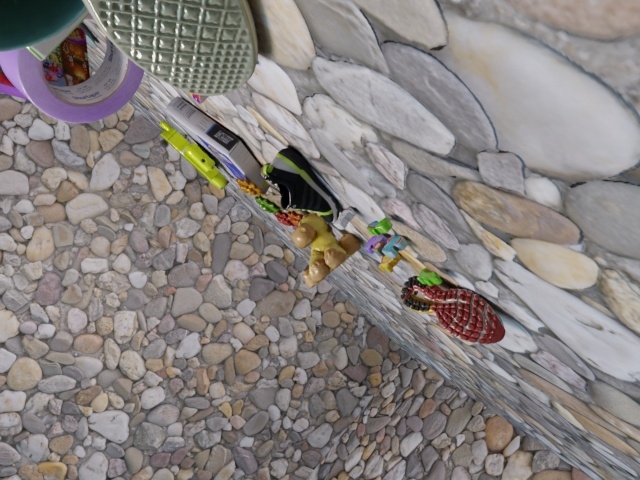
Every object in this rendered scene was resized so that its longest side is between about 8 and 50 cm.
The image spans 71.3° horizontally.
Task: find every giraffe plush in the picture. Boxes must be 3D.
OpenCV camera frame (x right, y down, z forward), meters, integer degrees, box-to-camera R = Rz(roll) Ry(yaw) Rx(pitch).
[{"bbox_3d":[0.000,0.000,1.205,0.170,0.181,0.210,51,-152,4],"label":"giraffe plush"}]

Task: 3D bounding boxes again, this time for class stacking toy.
[{"bbox_3d":[0.133,0.007,0.892,0.167,0.052,0.221,42,171,-19],"label":"stacking toy"}]

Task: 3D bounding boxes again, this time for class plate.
[{"bbox_3d":[-0.838,-0.741,1.522,0.188,0.024,0.188,40,171,7],"label":"plate"}]

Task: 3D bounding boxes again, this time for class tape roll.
[{"bbox_3d":[-0.517,-0.394,0.949,0.090,0.275,0.275,39,172,20],"label":"tape roll"}]

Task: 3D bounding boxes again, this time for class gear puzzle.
[{"bbox_3d":[-0.114,-0.083,1.324,0.339,0.044,0.175,37,164,-34],"label":"gear puzzle"}]

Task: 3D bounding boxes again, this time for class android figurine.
[{"bbox_3d":[-0.414,-0.279,1.451,0.273,0.056,0.248,47,174,-23],"label":"android figurine"}]

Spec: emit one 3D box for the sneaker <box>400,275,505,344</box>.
[{"bbox_3d":[0.265,0.131,0.870,0.092,0.088,0.225,21,-174,-36],"label":"sneaker"}]

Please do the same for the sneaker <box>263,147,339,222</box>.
[{"bbox_3d":[-0.047,-0.099,0.969,0.084,0.097,0.235,33,169,47],"label":"sneaker"}]

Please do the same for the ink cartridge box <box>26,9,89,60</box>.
[{"bbox_3d":[-0.509,-0.475,0.707,0.353,0.207,0.119,38,173,17],"label":"ink cartridge box"}]

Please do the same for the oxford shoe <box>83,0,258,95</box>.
[{"bbox_3d":[-0.200,-0.314,0.442,0.449,0.169,0.130,41,-149,-59],"label":"oxford shoe"}]

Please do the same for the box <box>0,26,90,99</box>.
[{"bbox_3d":[-0.654,-0.420,0.992,0.057,0.201,0.293,-5,-179,21],"label":"box"}]

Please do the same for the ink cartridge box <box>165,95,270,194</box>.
[{"bbox_3d":[-0.287,-0.264,1.360,0.303,0.072,0.307,36,174,27],"label":"ink cartridge box"}]

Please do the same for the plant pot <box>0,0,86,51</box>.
[{"bbox_3d":[-0.411,-0.395,0.470,0.235,0.293,0.293,52,178,28],"label":"plant pot"}]

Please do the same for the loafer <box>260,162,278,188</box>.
[{"bbox_3d":[-0.076,-0.139,1.073,0.148,0.056,0.050,32,173,-10],"label":"loafer"}]

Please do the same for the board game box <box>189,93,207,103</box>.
[{"bbox_3d":[-0.298,-0.370,0.875,0.193,0.045,0.147,42,172,-9],"label":"board game box"}]
